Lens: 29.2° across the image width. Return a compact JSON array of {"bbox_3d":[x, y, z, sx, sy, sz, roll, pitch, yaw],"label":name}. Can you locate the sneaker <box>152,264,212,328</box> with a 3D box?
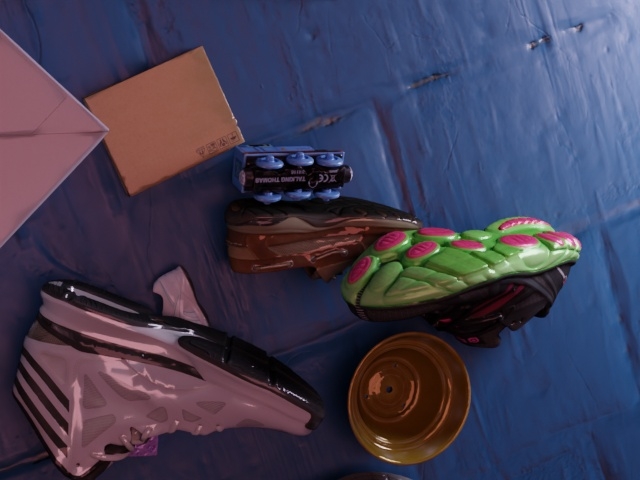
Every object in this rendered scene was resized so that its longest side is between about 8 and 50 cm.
[{"bbox_3d":[-0.207,0.116,1.886,0.061,0.053,0.152,-24,100,-1],"label":"sneaker"}]

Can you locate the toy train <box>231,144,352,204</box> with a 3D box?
[{"bbox_3d":[-0.046,-0.108,1.894,0.184,0.105,0.080,-4,113,-22],"label":"toy train"}]

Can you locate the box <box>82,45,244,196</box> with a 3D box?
[{"bbox_3d":[-0.235,-0.182,1.862,0.201,0.021,0.164,-27,103,-17],"label":"box"}]

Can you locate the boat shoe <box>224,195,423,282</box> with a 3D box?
[{"bbox_3d":[0.000,0.000,1.925,0.324,0.122,0.119,0,106,-21],"label":"boat shoe"}]

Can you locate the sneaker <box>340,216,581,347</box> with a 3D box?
[{"bbox_3d":[0.235,0.085,1.933,0.483,0.185,0.202,-5,113,-39],"label":"sneaker"}]

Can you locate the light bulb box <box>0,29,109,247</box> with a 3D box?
[{"bbox_3d":[-0.498,-0.085,1.587,0.225,0.361,0.358,45,78,-17],"label":"light bulb box"}]

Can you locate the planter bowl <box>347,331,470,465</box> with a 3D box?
[{"bbox_3d":[0.128,0.250,1.999,0.217,0.090,0.217,-2,94,-22],"label":"planter bowl"}]

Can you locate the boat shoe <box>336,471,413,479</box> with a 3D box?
[{"bbox_3d":[0.028,0.459,1.978,0.320,0.103,0.118,-11,53,-23],"label":"boat shoe"}]

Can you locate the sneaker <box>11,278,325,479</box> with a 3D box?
[{"bbox_3d":[-0.234,0.249,1.797,0.448,0.169,0.257,22,97,-6],"label":"sneaker"}]

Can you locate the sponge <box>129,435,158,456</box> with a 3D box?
[{"bbox_3d":[-0.302,0.223,1.863,0.117,0.031,0.210,2,93,-20],"label":"sponge"}]
